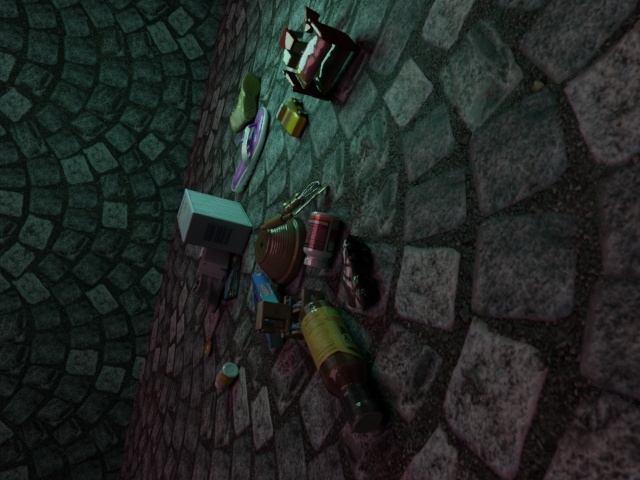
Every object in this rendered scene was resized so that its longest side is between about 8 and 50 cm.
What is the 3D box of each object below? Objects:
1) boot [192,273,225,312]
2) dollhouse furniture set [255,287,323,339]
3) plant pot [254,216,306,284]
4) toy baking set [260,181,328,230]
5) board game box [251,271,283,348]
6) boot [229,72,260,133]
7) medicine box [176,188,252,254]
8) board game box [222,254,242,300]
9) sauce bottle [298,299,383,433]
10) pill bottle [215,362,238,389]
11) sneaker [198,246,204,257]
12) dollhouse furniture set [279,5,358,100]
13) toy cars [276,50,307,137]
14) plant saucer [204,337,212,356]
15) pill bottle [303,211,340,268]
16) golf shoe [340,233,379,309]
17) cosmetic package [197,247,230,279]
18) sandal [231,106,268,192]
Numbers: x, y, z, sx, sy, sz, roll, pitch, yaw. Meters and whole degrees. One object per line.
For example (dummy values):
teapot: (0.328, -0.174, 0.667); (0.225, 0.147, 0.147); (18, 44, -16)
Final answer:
boot: (-0.528, 0.237, 2.086); (0.095, 0.123, 0.258); (-101, 28, -44)
dollhouse furniture set: (-0.104, 0.201, 1.279); (0.129, 0.184, 0.129); (-28, 54, 55)
plant pot: (-0.149, 0.026, 1.522); (0.237, 0.110, 0.237); (-32, 51, 51)
toy baking set: (-0.091, -0.115, 1.452); (0.256, 0.030, 0.196); (-16, 31, 51)
board game box: (-0.176, 0.225, 1.486); (0.210, 0.047, 0.160); (-130, 34, -56)
boot: (-0.385, -0.692, 2.289); (0.203, 0.095, 0.262); (-26, 60, 57)
medicine box: (-0.473, -0.086, 1.998); (0.149, 0.263, 0.289); (-67, 29, 17)
board game box: (-0.387, 0.165, 1.984); (0.126, 0.026, 0.186); (-27, 55, 56)
sauce bottle: (0.044, 0.283, 1.057); (0.111, 0.111, 0.344); (-63, 32, 24)
pill bottle: (-0.365, 0.526, 1.744); (0.116, 0.065, 0.065); (-54, 35, 35)
sneaker: (-0.546, 0.018, 2.265); (0.282, 0.102, 0.161); (-2, 74, 61)
dollhouse furniture set: (-0.047, -0.660, 1.518); (0.201, 0.152, 0.374); (-56, 46, 35)
toy cars: (-0.104, -0.573, 1.722); (0.176, 0.087, 0.393); (-12, 68, 59)
plant saucer: (-0.512, 0.492, 2.082); (0.083, 0.015, 0.083); (-34, 50, 53)
pill bottle: (0.000, 0.000, 1.282); (0.086, 0.086, 0.152); (10, 87, 62)
golf shoe: (0.078, 0.077, 1.117); (0.094, 0.077, 0.198); (-46, 39, 44)
cosmetic package: (-0.472, 0.062, 2.046); (0.085, 0.117, 0.231); (-59, 19, 31)
sandal: (-0.341, -0.413, 2.071); (0.169, 0.102, 0.416); (48, 120, 57)
